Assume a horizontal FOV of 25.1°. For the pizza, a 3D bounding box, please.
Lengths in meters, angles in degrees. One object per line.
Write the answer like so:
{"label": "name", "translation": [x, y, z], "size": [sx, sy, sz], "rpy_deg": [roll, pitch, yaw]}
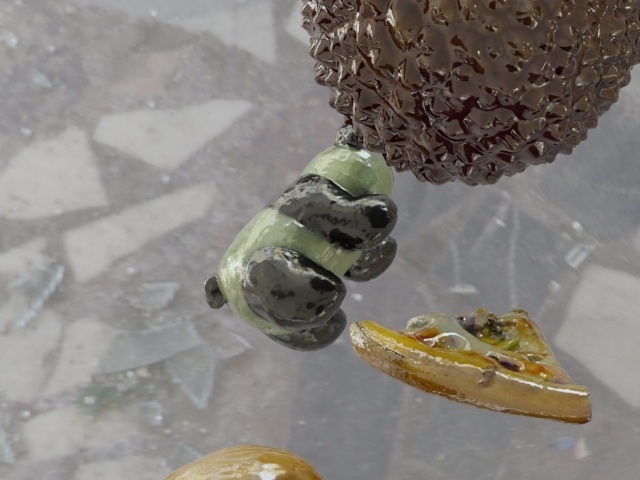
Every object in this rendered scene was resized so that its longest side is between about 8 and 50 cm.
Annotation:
{"label": "pizza", "translation": [0.135, 0.082, 1.064], "size": [0.185, 0.176, 0.036], "rpy_deg": [21, 114, 32]}

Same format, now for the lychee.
{"label": "lychee", "translation": [0.126, -0.201, 1.191], "size": [0.306, 0.306, 0.330], "rpy_deg": [-37, 118, 10]}

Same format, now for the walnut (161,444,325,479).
{"label": "walnut", "translation": [-0.060, 0.214, 0.951], "size": [0.180, 0.144, 0.144], "rpy_deg": [-33, 75, 4]}

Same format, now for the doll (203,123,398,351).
{"label": "doll", "translation": [-0.001, 0.001, 1.422], "size": [0.135, 0.143, 0.234], "rpy_deg": [36, 72, 11]}
